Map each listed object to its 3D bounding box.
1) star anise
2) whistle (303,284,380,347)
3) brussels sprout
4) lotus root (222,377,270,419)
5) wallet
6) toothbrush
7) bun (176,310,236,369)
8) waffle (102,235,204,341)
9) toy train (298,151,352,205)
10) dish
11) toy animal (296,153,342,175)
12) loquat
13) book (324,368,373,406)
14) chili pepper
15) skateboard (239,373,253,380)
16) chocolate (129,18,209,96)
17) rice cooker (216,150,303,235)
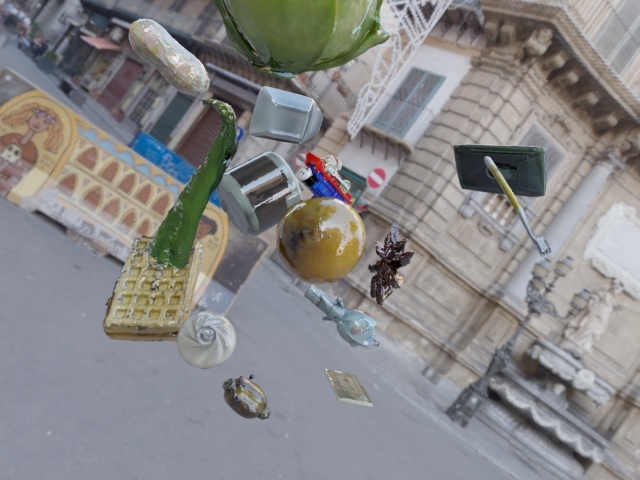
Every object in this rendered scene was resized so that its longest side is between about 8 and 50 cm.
[{"bbox_3d":[0.231,0.080,1.627,0.088,0.288,0.288,20,5,-20],"label":"star anise"},{"bbox_3d":[0.088,0.295,1.843,0.346,0.133,0.142,38,-35,5],"label":"whistle"},{"bbox_3d":[-0.038,-0.361,0.678,0.259,0.227,0.294,37,-18,39],"label":"brussels sprout"},{"bbox_3d":[-0.262,0.568,1.716,0.209,0.120,0.120,44,-2,-12],"label":"lotus root"},{"bbox_3d":[0.481,-0.190,1.295,0.236,0.055,0.160,9,-38,33],"label":"wallet"},{"bbox_3d":[0.430,-0.085,1.057,0.021,0.024,0.288,54,16,-53],"label":"toothbrush"},{"bbox_3d":[-0.335,0.287,1.407,0.173,0.173,0.120,36,-25,7],"label":"bun"},{"bbox_3d":[-0.547,0.154,1.622,0.261,0.376,0.114,1,-41,4],"label":"waffle"},{"bbox_3d":[0.012,-0.164,1.474,0.204,0.131,0.083,45,-2,-41],"label":"toy train"},{"bbox_3d":[-0.090,-0.369,1.471,0.234,0.154,0.064,2,27,-37],"label":"dish"},{"bbox_3d":[-0.001,-0.280,1.747,0.184,0.104,0.185,46,35,-16],"label":"toy animal"},{"bbox_3d":[0.000,0.000,1.371,0.263,0.263,0.263,36,0,0],"label":"loquat"},{"bbox_3d":[0.099,0.533,1.744,0.138,0.016,0.198,17,11,-18],"label":"book"},{"bbox_3d":[-0.236,-0.099,0.905,0.085,0.359,0.076,28,25,-2],"label":"chili pepper"},{"bbox_3d":[-0.308,0.652,2.046,0.080,0.067,0.151,-34,107,-62],"label":"skateboard"},{"bbox_3d":[-0.507,-0.612,1.618,0.309,0.134,0.134,41,-2,-23],"label":"chocolate"},{"bbox_3d":[-0.259,-0.210,2.124,0.335,0.325,0.335,45,-25,27],"label":"rice cooker"}]
